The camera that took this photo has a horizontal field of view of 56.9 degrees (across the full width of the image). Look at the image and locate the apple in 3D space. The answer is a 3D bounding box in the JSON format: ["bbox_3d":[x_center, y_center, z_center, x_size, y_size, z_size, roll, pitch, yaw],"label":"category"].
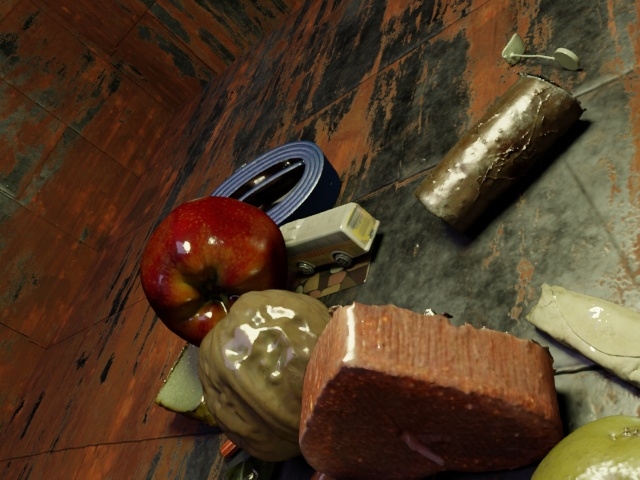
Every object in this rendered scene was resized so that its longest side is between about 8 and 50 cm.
[{"bbox_3d":[-0.205,0.055,1.145,0.288,0.288,0.317,-48,15,7],"label":"apple"}]

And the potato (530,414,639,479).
[{"bbox_3d":[0.256,0.275,0.507,0.251,0.159,0.174,-65,6,-6],"label":"potato"}]

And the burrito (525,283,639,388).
[{"bbox_3d":[0.341,0.110,0.669,0.082,0.059,0.275,-66,28,4],"label":"burrito"}]

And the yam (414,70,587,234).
[{"bbox_3d":[0.286,-0.144,0.974,0.279,0.131,0.131,-47,29,11],"label":"yam"}]

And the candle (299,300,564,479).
[{"bbox_3d":[0.104,0.187,0.680,0.317,0.287,0.131,-17,41,23],"label":"candle"}]

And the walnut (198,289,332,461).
[{"bbox_3d":[-0.064,0.213,0.944,0.273,0.273,0.227,-62,-13,-17],"label":"walnut"}]

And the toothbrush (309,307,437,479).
[{"bbox_3d":[0.076,0.260,0.900,0.364,0.041,0.041,-55,29,-6],"label":"toothbrush"}]

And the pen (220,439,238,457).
[{"bbox_3d":[-0.100,0.320,1.096,0.239,0.028,0.028,-46,29,11],"label":"pen"}]

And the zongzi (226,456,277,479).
[{"bbox_3d":[-0.097,0.401,0.980,0.119,0.055,0.109,-36,33,6],"label":"zongzi"}]

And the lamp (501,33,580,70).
[{"bbox_3d":[0.414,-0.351,1.095,0.056,0.050,0.198,-49,28,2],"label":"lamp"}]

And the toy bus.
[{"bbox_3d":[0.000,0.000,1.226,0.268,0.106,0.092,-16,42,49],"label":"toy bus"}]

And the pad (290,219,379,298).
[{"bbox_3d":[0.023,0.052,1.250,0.235,0.003,0.158,-23,40,42],"label":"pad"}]

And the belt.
[{"bbox_3d":[-0.119,-0.086,1.406,0.347,0.117,0.212,-34,57,5],"label":"belt"}]

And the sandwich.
[{"bbox_3d":[-0.228,0.266,1.280,0.226,0.087,0.251,-8,50,51],"label":"sandwich"}]
